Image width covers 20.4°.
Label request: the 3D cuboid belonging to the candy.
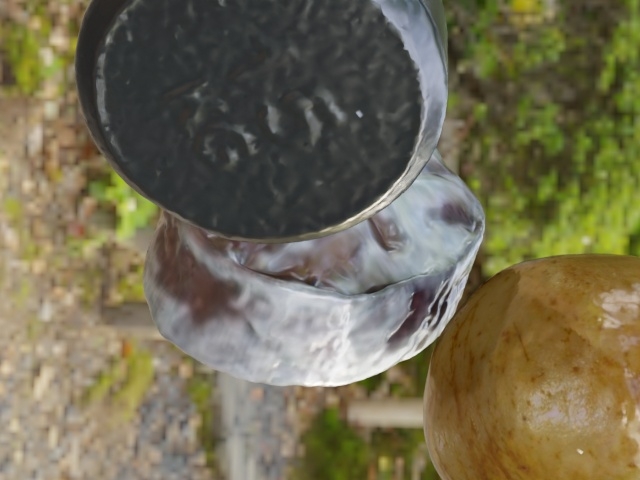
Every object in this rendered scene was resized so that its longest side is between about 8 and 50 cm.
[{"bbox_3d":[0.000,0.000,1.368,0.289,0.214,0.157,-22,141,-46],"label":"candy"}]

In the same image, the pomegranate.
[{"bbox_3d":[0.199,0.124,1.309,0.248,0.248,0.248,1,90,-82],"label":"pomegranate"}]

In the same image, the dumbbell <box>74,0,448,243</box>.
[{"bbox_3d":[-0.025,-0.167,1.073,0.322,0.203,0.204,-85,172,-54],"label":"dumbbell"}]
